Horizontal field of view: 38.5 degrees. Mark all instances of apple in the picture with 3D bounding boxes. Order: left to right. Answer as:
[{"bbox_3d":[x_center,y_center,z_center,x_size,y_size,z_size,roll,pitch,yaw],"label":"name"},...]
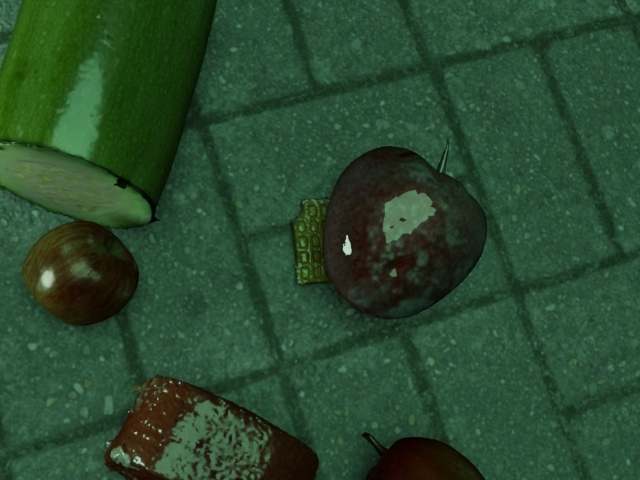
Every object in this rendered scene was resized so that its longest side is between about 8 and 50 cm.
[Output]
[{"bbox_3d":[-0.329,0.046,1.256,0.131,0.146,0.146,-37,86,5],"label":"apple"}]

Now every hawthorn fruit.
[{"bbox_3d":[0.129,0.354,1.261,0.197,0.196,0.225,-30,68,-18],"label":"hawthorn fruit"}]

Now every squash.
[{"bbox_3d":[-0.303,-0.238,1.273,0.263,0.263,0.384,15,74,-8],"label":"squash"}]

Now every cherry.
[{"bbox_3d":[0.124,-0.021,1.337,0.236,0.213,0.285,26,83,3],"label":"cherry"}]

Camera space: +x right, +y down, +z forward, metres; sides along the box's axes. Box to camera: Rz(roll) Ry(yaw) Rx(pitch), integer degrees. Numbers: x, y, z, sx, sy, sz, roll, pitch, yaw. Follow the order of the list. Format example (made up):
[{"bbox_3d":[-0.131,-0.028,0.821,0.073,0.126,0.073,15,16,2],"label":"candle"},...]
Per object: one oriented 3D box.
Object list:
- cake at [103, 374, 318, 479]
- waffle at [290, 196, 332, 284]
[{"bbox_3d":[-0.142,0.293,1.213,0.283,0.177,0.151,30,72,-5],"label":"cake"},{"bbox_3d":[0.000,0.000,1.402,0.092,0.021,0.135,-4,77,-13],"label":"waffle"}]
